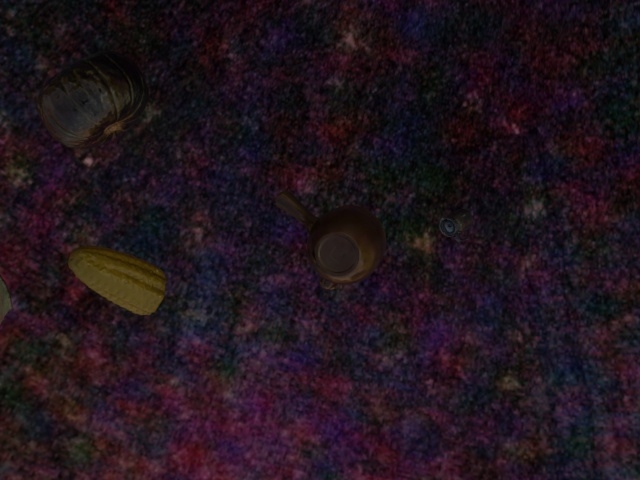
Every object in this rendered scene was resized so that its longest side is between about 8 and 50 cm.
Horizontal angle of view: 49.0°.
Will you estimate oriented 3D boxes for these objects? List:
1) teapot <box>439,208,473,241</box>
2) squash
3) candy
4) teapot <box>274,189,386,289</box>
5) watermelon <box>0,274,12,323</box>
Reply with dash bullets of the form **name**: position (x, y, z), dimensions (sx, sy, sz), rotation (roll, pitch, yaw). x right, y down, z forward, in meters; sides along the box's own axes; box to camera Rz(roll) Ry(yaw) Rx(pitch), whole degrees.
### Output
- **teapot**: position (0.301, -0.031, 1.548), dimensions (0.049, 0.083, 0.064), rotation (-2, 106, 43)
- **squash**: position (-0.514, -0.316, 1.592), dimensions (0.252, 0.252, 0.165), rotation (-35, 88, 43)
- **candy**: position (-0.390, 0.069, 1.338), dimensions (0.106, 0.094, 0.198), rotation (-50, 135, 8)
- **teapot**: position (0.000, 0.000, 0.625), dimensions (0.110, 0.080, 0.085), rotation (33, 106, 5)
- **watermelon**: position (-0.553, 0.116, 0.843), dimensions (0.282, 0.293, 0.251), rotation (-10, 134, -6)
